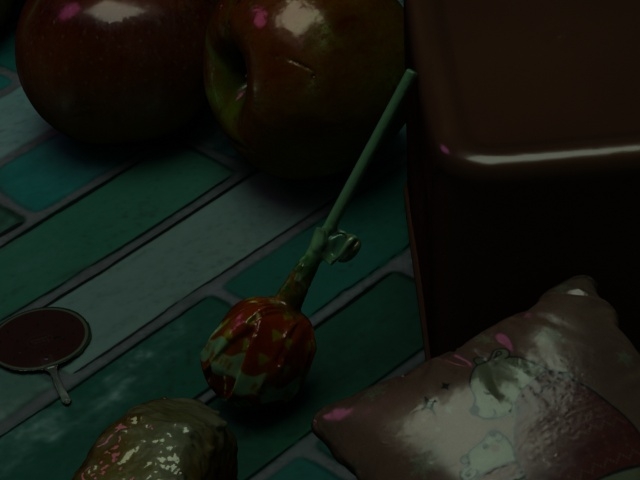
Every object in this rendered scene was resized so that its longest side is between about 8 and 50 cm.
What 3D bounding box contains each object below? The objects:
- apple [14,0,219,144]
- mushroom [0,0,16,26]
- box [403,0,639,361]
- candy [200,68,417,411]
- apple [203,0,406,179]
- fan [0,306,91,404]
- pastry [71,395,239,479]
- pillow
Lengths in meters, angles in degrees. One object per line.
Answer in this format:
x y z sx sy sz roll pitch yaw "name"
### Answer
-0.180 -0.173 1.833 0.201 0.162 0.201 3 26 -2 "apple"
-0.366 -0.370 2.068 0.345 0.239 0.345 -2 34 2 "mushroom"
0.188 -0.060 1.539 0.239 0.229 0.339 -5 37 0 "box"
0.001 0.000 1.487 0.078 0.288 0.084 29 10 3 "candy"
-0.004 -0.149 1.734 0.196 0.196 0.196 -5 36 4 "apple"
-0.219 0.092 1.596 0.085 0.005 0.133 -16 36 -13 "fan"
-0.112 0.197 1.270 0.093 0.192 0.182 11 44 13 "pastry"
0.144 0.156 1.338 0.236 0.084 0.223 -25 65 -11 "pillow"
